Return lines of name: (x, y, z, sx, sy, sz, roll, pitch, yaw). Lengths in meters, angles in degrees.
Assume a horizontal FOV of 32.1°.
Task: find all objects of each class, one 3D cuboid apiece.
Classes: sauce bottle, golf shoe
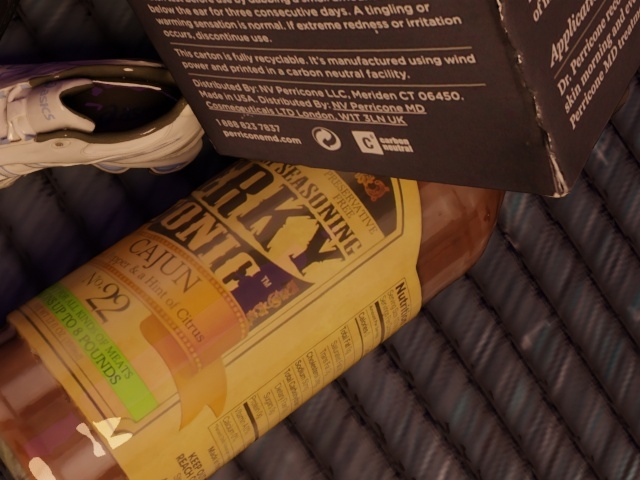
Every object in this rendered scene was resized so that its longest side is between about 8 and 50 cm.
sauce bottle: (0.000, 0.000, 0.519, 0.344, 0.111, 0.111, -37, 91, -19)
golf shoe: (-0.136, -0.059, 0.505, 0.176, 0.086, 0.069, -11, 85, -15)

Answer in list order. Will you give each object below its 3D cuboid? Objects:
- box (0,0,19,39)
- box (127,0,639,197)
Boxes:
box: (-0.155, -0.249, 0.490, 0.143, 0.165, 0.270, 24, 75, -10)
box: (0.046, -0.251, 0.428, 0.343, 0.179, 0.312, -55, 137, -29)
